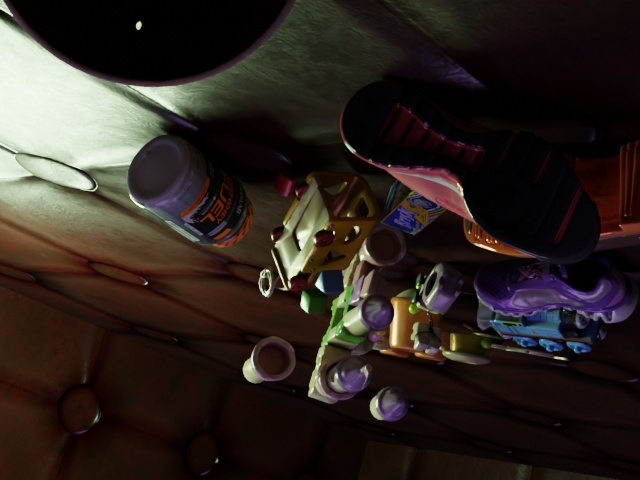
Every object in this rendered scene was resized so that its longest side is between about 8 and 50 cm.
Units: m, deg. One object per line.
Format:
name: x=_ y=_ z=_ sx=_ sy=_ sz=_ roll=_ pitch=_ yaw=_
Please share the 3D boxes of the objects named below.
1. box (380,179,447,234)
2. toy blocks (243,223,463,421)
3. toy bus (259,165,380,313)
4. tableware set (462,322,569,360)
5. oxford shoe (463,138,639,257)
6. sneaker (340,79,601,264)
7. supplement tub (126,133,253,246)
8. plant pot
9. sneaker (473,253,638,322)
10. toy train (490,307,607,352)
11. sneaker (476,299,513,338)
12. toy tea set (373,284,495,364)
box: x=0.130 y=-0.059 z=1.513 sx=0.054 sy=0.059 sz=0.169 roll=20 pitch=164 yaw=-6
toy blocks: x=0.078 y=0.111 z=1.745 sx=0.308 sy=0.289 sz=0.260 roll=20 pitch=160 yaw=-11
toy bus: x=0.006 y=-0.003 z=1.614 sx=0.104 sy=0.191 sz=0.202 roll=0 pitch=-173 yaw=-28
tableware set: x=0.358 y=0.188 z=2.177 sx=0.128 sy=0.039 sz=0.194 roll=13 pitch=175 yaw=-38
oxford shoe: x=0.317 y=-0.031 z=1.313 sx=0.132 sy=0.130 sz=0.363 roll=20 pitch=165 yaw=-37
sneaker: x=0.176 y=-0.078 z=1.284 sx=0.313 sy=0.116 sz=0.136 roll=32 pitch=-177 yaw=19
supplement tub: x=-0.185 y=-0.066 z=1.695 sx=0.117 sy=0.117 sz=0.190 roll=6 pitch=162 yaw=33
plant pot: x=-0.144 y=-0.232 z=0.945 sx=0.237 sy=0.237 sz=0.254 roll=19 pitch=178 yaw=-10
sneaker: x=0.331 y=0.053 z=1.662 sx=0.236 sy=0.095 sz=0.104 roll=2 pitch=153 yaw=26
toy train: x=0.374 y=0.132 z=1.899 sx=0.184 sy=0.080 sz=0.105 roll=4 pitch=154 yaw=38
sneaker: x=0.341 y=0.146 z=2.007 sx=0.152 sy=0.061 sz=0.054 roll=15 pitch=163 yaw=-2
toy tea set: x=0.168 y=0.146 z=2.112 sx=0.200 sy=0.124 sz=0.336 roll=14 pitch=171 yaw=-26
